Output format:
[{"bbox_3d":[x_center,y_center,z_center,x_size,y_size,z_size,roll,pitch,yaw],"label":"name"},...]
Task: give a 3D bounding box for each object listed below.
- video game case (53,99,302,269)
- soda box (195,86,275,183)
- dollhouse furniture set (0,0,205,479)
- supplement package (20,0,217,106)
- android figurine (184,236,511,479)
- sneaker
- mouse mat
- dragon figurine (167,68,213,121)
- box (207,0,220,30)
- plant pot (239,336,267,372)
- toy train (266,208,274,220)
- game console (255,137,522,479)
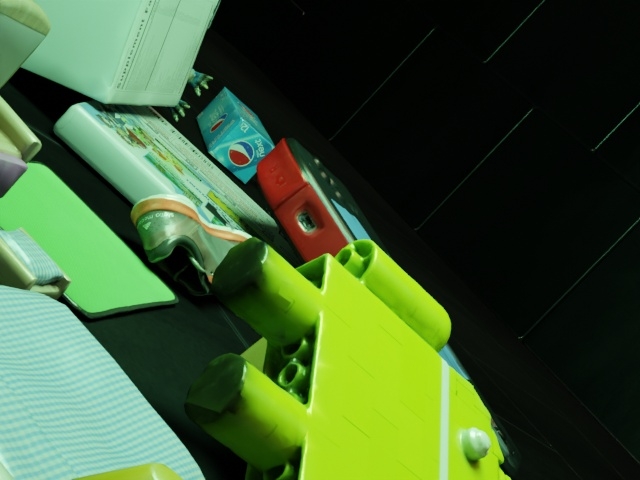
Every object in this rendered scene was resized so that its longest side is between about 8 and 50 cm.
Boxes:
[{"bbox_3d":[-0.097,-0.018,1.117,0.329,0.036,0.300,43,7,-7],"label":"video game case"},{"bbox_3d":[-0.122,-0.153,1.625,0.071,0.067,0.210,41,8,-21],"label":"soda box"},{"bbox_3d":[-0.097,-0.015,0.449,0.303,0.198,0.286,46,8,15],"label":"dollhouse furniture set"},{"bbox_3d":[-0.204,-0.216,1.097,0.134,0.139,0.244,23,8,5],"label":"supplement package"},{"bbox_3d":[0.038,0.120,0.666,0.273,0.056,0.248,42,36,-29],"label":"android figurine"},{"bbox_3d":[-0.094,0.021,0.899,0.158,0.061,0.064,33,39,-51],"label":"sneaker"},{"bbox_3d":[-0.172,-0.007,0.757,0.152,0.007,0.190,44,6,8],"label":"mouse mat"},{"bbox_3d":[-0.232,-0.239,1.452,0.144,0.085,0.289,37,9,-40],"label":"dragon figurine"},{"bbox_3d":[-0.226,-0.335,1.531,0.153,0.108,0.207,27,-16,-20],"label":"box"},{"bbox_3d":[-0.002,0.098,0.769,0.081,0.083,0.081,38,8,-36],"label":"plant pot"},{"bbox_3d":[0.000,0.000,1.383,0.105,0.080,0.184,54,11,28],"label":"toy train"},{"bbox_3d":[0.084,0.078,1.167,0.386,0.060,0.342,58,11,12],"label":"game console"}]
